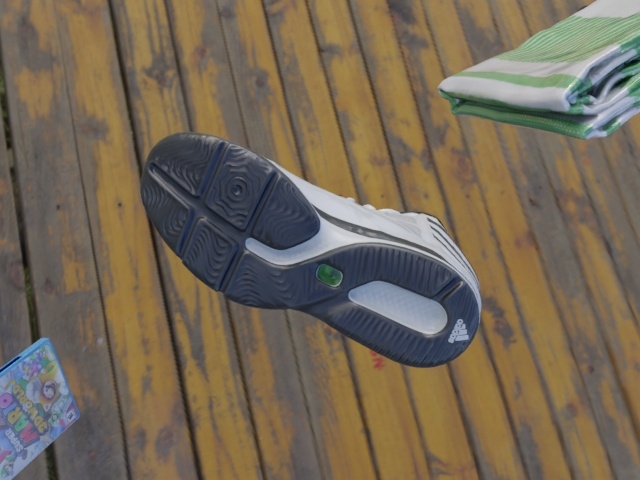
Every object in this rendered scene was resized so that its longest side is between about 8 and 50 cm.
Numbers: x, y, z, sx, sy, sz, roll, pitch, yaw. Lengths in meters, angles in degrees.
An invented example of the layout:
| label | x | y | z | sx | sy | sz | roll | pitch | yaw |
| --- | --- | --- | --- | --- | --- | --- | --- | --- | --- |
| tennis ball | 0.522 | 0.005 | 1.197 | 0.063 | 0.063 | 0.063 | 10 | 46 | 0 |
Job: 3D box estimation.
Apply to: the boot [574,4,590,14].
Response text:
| label | x | y | z | sx | sy | sz | roll | pitch | yaw |
| --- | --- | --- | --- | --- | --- | --- | --- | --- | --- |
| boot | 0.491 | -0.270 | 1.385 | 0.246 | 0.094 | 0.207 | 47 | 64 | -25 |

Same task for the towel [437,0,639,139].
| label | x | y | z | sx | sy | sz | roll | pitch | yaw |
| --- | --- | --- | --- | --- | --- | --- | --- | --- | --- |
| towel | 0.245 | -0.173 | 0.496 | 0.325 | 0.248 | 0.038 | -33 | 104 | 0 |

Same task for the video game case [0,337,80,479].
| label | x | y | z | sx | sy | sz | roll | pitch | yaw |
| --- | --- | --- | --- | --- | --- | --- | --- | --- | --- |
| video game case | -0.360 | 0.207 | 0.902 | 0.166 | 0.015 | 0.119 | -46 | 128 | -55 |

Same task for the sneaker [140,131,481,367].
| label | x | y | z | sx | sy | sz | roll | pitch | yaw |
| --- | --- | --- | --- | --- | --- | --- | --- | --- | --- |
| sneaker | 0.000 | 0.001 | 0.990 | 0.448 | 0.169 | 0.257 | 28 | 14 | 11 |
